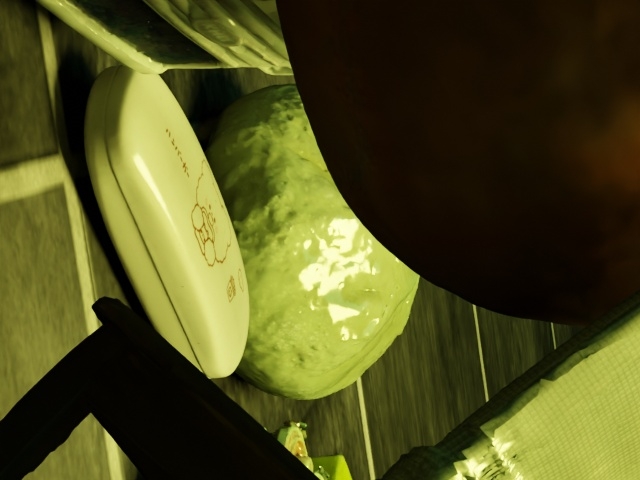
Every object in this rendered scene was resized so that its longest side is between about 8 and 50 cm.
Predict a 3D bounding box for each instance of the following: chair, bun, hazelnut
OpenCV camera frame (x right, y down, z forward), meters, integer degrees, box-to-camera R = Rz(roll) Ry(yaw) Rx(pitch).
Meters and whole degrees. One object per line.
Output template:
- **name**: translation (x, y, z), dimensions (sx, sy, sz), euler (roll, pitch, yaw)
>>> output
- **chair**: translation (0.003, 0.097, 0.703), dimensions (0.319, 0.186, 0.160), euler (-45, 145, -13)
- **bun**: translation (0.000, 0.000, 1.159), dimensions (0.195, 0.118, 0.195), euler (-3, 90, -73)
- **hazelnut**: translation (0.151, -0.139, 0.736), dimensions (0.366, 0.366, 0.365), euler (-7, 90, -75)

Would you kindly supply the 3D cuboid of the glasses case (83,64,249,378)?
- **glasses case**: translation (-0.078, -0.007, 0.996), dimensions (0.074, 0.049, 0.193), euler (-81, 160, -46)

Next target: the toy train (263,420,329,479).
- **toy train**: translation (-0.034, 0.178, 1.028), dimensions (0.194, 0.081, 0.125), euler (68, 27, -50)

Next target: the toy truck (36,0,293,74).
- **toy truck**: translation (-0.051, -0.270, 0.918), dimensions (0.173, 0.207, 0.387), euler (37, 54, -56)

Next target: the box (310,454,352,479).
- **box**: translation (-0.001, 0.314, 1.148), dimensions (0.335, 0.047, 0.187), euler (-80, 158, -49)
